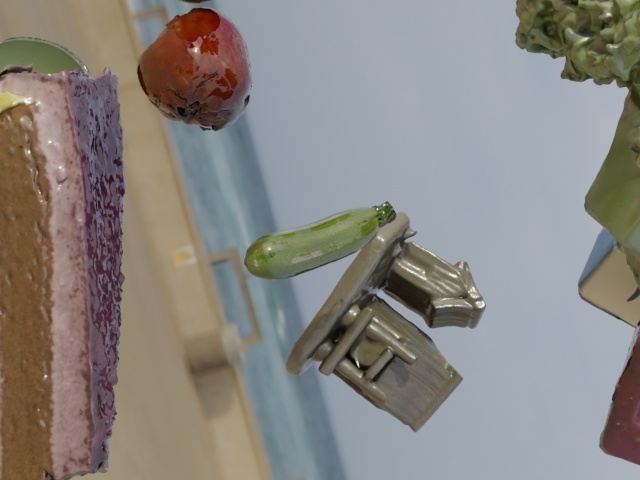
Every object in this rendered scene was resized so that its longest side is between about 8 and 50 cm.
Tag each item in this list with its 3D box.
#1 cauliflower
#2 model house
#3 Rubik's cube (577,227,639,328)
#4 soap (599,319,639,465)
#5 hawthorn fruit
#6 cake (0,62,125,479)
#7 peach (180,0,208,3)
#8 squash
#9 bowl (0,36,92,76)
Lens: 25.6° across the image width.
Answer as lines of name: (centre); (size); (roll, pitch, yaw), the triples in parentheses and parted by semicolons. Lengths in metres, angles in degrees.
cauliflower: (0.237, -0.076, 0.875); (0.315, 0.239, 0.256); (-65, -146, 32)
model house: (0.089, 0.106, 1.630); (0.188, 0.229, 0.122); (37, -9, -3)
Rubik's cube: (0.498, -0.040, 1.531); (0.290, 0.291, 0.291); (-59, 177, -41)
soap: (0.404, 0.152, 1.316); (0.099, 0.250, 0.162); (-53, 157, -58)
hawthorn fruit: (-0.153, -0.227, 1.766); (0.148, 0.148, 0.172); (78, 17, -64)
cake: (-0.191, 0.012, 0.895); (0.113, 0.116, 0.295); (39, 46, -70)
peach: (-0.159, -0.375, 1.726); (0.179, 0.179, 0.103); (76, 32, -41)
squash: (0.000, 0.000, 1.423); (0.052, 0.183, 0.052); (31, -49, 43)
bowl: (-0.406, -0.167, 1.951); (0.112, 0.211, 0.211); (90, -15, -67)
